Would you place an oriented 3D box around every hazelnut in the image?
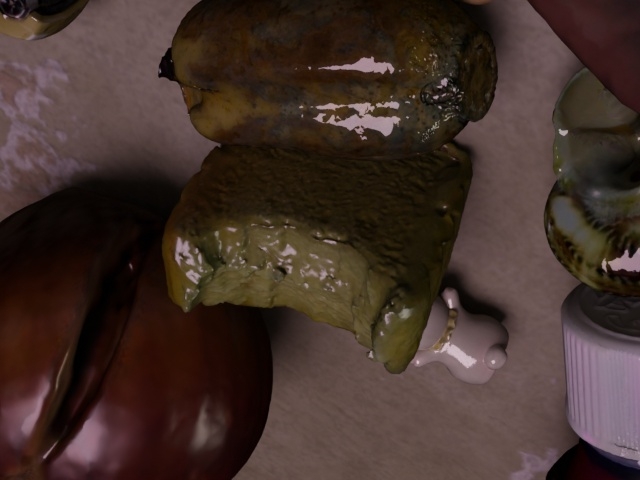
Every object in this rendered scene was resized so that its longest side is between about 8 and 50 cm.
[{"bbox_3d":[-0.253,0.131,1.035,0.409,0.359,0.359,-25,112,32],"label":"hazelnut"}]

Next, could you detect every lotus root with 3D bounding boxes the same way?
[{"bbox_3d":[0.007,-0.149,0.826,0.274,0.160,0.152,7,114,23],"label":"lotus root"}]

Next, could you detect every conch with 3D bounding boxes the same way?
[{"bbox_3d":[0.257,-0.049,0.818,0.181,0.124,0.187,-36,77,50],"label":"conch"}]

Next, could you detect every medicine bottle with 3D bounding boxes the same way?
[{"bbox_3d":[0.316,0.228,0.915,0.242,0.242,0.395,1,121,23],"label":"medicine bottle"}]

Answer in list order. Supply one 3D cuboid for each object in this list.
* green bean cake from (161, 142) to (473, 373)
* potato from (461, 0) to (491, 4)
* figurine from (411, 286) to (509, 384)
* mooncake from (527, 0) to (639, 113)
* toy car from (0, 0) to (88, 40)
[{"bbox_3d":[0.000,0.000,0.894,0.236,0.233,0.124,17,135,13],"label":"green bean cake"},{"bbox_3d":[0.112,-0.224,0.786,0.083,0.062,0.068,8,100,-10],"label":"potato"},{"bbox_3d":[0.107,0.092,0.998,0.146,0.081,0.098,25,157,-9],"label":"figurine"},{"bbox_3d":[0.186,-0.225,0.593,0.326,0.334,0.174,14,147,-41],"label":"mooncake"},{"bbox_3d":[-0.341,-0.273,0.925,0.256,0.101,0.124,41,135,-7],"label":"toy car"}]
